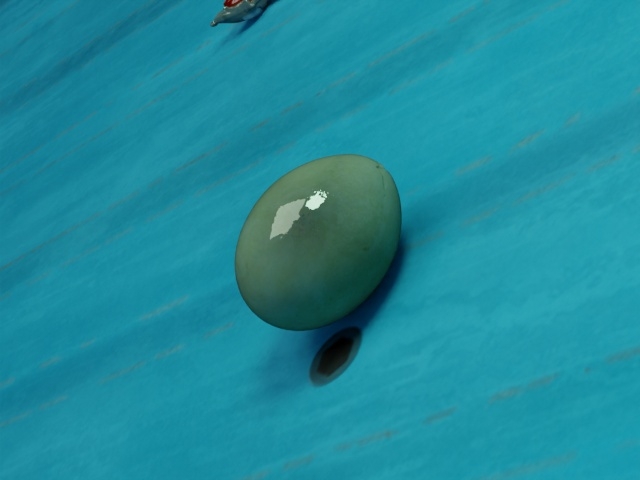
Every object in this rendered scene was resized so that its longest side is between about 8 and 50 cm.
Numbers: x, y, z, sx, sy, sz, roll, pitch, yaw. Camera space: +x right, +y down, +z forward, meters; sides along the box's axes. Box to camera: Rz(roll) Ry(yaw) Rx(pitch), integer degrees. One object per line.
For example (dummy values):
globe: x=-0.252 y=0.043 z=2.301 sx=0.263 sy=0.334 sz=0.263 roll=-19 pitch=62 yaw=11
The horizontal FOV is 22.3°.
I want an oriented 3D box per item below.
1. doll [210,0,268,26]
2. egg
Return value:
doll: x=-0.081 y=-0.282 z=1.893 sx=0.114 sy=0.039 sz=0.057 roll=-37 pitch=54 yaw=1
egg: x=0.000 y=0.000 z=1.246 sx=0.152 sy=0.114 sz=0.114 roll=-48 pitch=24 yaw=-11
